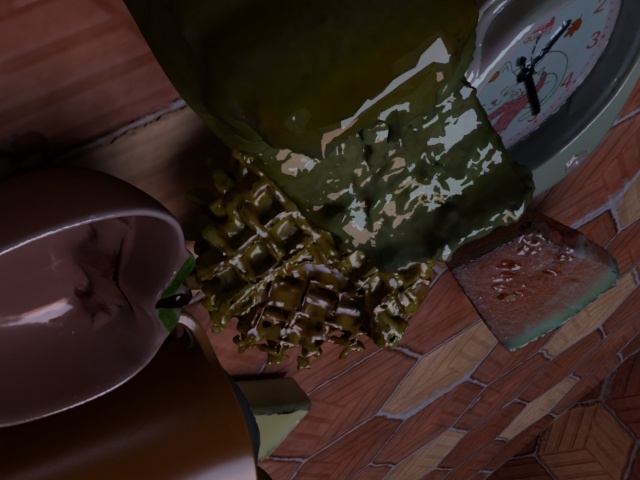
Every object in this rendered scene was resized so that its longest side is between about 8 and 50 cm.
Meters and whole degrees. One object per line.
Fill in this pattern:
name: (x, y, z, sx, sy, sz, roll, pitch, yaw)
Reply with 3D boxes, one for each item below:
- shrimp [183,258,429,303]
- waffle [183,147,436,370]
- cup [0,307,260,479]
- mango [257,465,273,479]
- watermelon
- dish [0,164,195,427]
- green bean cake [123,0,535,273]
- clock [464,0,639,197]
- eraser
shrimp: (0.001, 0.043, 0.783, 0.185, 0.068, 0.287, -10, 172, 32)
waffle: (0.000, 0.000, 0.642, 0.192, 0.070, 0.197, -14, 106, -12)
cup: (-0.190, 0.178, 0.759, 0.263, 0.182, 0.226, -15, 112, -28)
mango: (-0.109, 0.360, 1.109, 0.120, 0.152, 0.221, 5, 161, -7)
watermelon: (0.244, 0.028, 1.107, 0.193, 0.140, 0.256, -43, 144, 17)
dish: (-0.190, 0.029, 0.581, 0.213, 0.090, 0.213, -28, 150, -18)
green bean cake: (-0.001, -0.101, 0.467, 0.124, 0.233, 0.236, -35, 153, 6)
clock: (0.160, -0.149, 0.725, 0.265, 0.109, 0.324, -24, 149, -25)
eraser: (-0.101, 0.214, 1.010, 0.117, 0.058, 0.172, -48, 152, 20)
